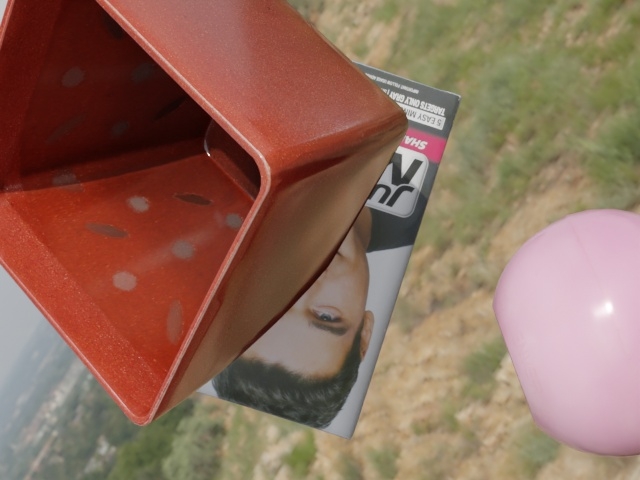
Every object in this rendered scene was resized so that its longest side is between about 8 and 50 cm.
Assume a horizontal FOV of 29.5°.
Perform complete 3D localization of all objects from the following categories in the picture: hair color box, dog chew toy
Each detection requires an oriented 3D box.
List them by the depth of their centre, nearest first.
[{"bbox_3d":[0.316,0.049,1.000,0.332,0.206,0.206,-19,16,6],"label":"dog chew toy"},{"bbox_3d":[0.000,0.000,1.293,0.113,0.185,0.374,-137,65,-86],"label":"hair color box"}]

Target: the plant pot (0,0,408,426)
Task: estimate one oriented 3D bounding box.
[{"bbox_3d":[-0.094,-0.065,0.960,0.236,0.267,0.267,-21,-31,-47],"label":"plant pot"}]
